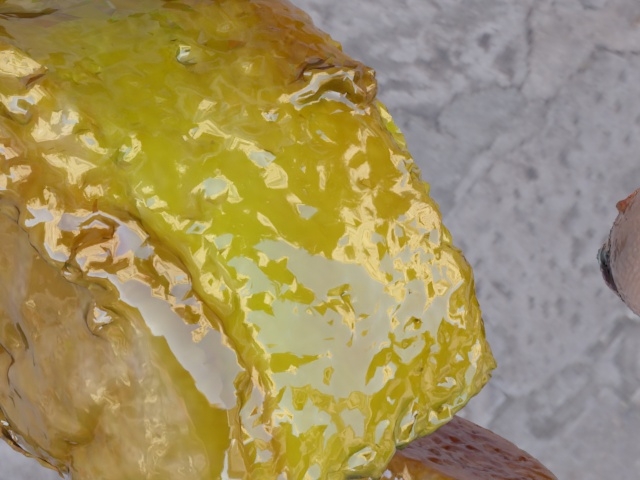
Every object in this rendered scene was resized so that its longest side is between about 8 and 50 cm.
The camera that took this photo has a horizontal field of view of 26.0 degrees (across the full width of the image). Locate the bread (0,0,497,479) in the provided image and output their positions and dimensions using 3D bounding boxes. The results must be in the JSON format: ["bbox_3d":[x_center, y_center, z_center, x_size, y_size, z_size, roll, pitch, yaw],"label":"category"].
[{"bbox_3d":[-0.072,-0.024,0.466,0.160,0.260,0.147,-20,122,-30],"label":"bread"}]

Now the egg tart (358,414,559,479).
[{"bbox_3d":[0.048,0.194,0.813,0.215,0.215,0.171,16,99,-28],"label":"egg tart"}]

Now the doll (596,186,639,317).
[{"bbox_3d":[0.345,0.048,0.968,0.303,0.201,0.156,40,67,9],"label":"doll"}]
